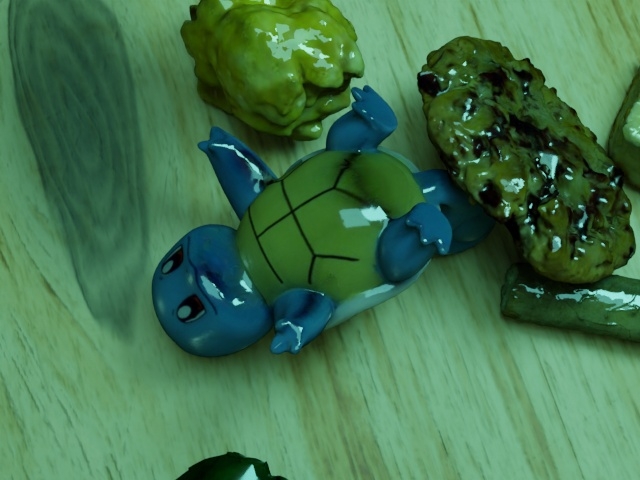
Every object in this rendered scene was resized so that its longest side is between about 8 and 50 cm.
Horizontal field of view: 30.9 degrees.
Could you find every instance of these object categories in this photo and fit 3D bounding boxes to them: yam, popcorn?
[{"bbox_3d":[0.398,0.087,1.345,0.372,0.083,0.083,7,69,0],"label":"yam"},{"bbox_3d":[-0.050,-0.226,1.374,0.190,0.191,0.253,-32,59,-31],"label":"popcorn"}]

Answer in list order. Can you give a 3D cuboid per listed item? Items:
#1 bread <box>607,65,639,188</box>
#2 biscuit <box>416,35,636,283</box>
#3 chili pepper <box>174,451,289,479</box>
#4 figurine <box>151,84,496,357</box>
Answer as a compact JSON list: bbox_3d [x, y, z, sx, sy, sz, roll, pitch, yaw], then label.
[{"bbox_3d":[0.500,-0.118,1.411,0.275,0.114,0.184,25,66,5],"label":"bread"},{"bbox_3d":[0.245,-0.105,1.323,0.289,0.081,0.334,0,57,-45],"label":"biscuit"},{"bbox_3d":[-0.121,0.341,1.171,0.174,0.165,0.261,43,74,0],"label":"chili pepper"},{"bbox_3d":[0.009,-0.019,1.270,0.416,0.243,0.298,-19,68,-10],"label":"figurine"}]
